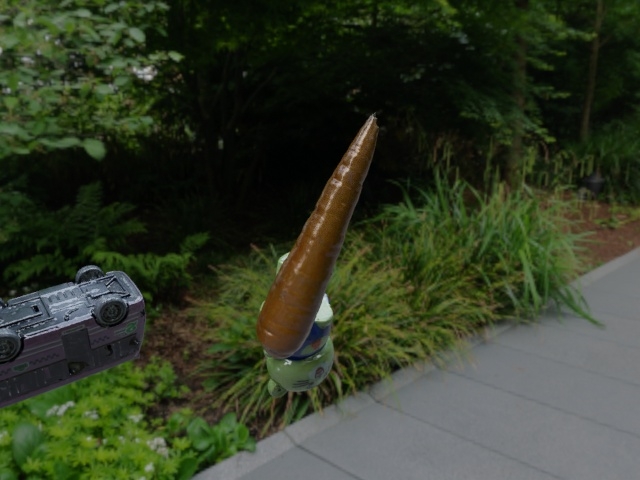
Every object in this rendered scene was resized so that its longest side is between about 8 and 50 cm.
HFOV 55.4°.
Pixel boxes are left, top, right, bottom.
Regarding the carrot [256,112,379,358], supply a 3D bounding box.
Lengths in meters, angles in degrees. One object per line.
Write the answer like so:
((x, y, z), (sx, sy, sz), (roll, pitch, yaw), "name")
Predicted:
((0.000, 0.000, 0.487), (0.048, 0.216, 0.048), (22, 14, -6), "carrot")

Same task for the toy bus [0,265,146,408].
((-0.271, 0.098, 0.621), (0.178, 0.098, 0.087), (-18, 32, -30), "toy bus")

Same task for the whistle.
((-0.027, 0.110, 0.770), (0.105, 0.227, 0.085), (-25, 42, -29), "whistle")
